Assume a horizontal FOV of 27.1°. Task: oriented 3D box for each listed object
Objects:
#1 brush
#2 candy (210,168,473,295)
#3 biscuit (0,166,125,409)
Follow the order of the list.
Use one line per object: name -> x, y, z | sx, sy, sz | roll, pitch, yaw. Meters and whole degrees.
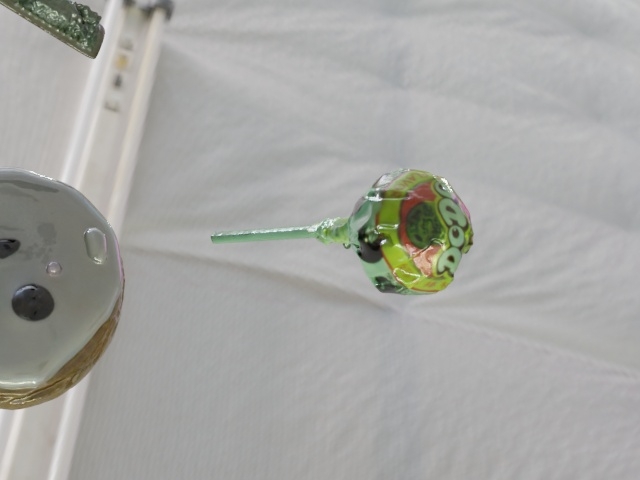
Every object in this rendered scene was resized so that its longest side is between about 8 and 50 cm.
brush -> -0.239, -0.196, 0.994 | 0.190, 0.027, 0.034 | 30, -114, -31
candy -> 0.000, 0.000, 1.041 | 0.083, 0.305, 0.091 | 16, -102, -37
biscuit -> -0.238, 0.027, 1.005 | 0.180, 0.049, 0.208 | 1, -127, -12
